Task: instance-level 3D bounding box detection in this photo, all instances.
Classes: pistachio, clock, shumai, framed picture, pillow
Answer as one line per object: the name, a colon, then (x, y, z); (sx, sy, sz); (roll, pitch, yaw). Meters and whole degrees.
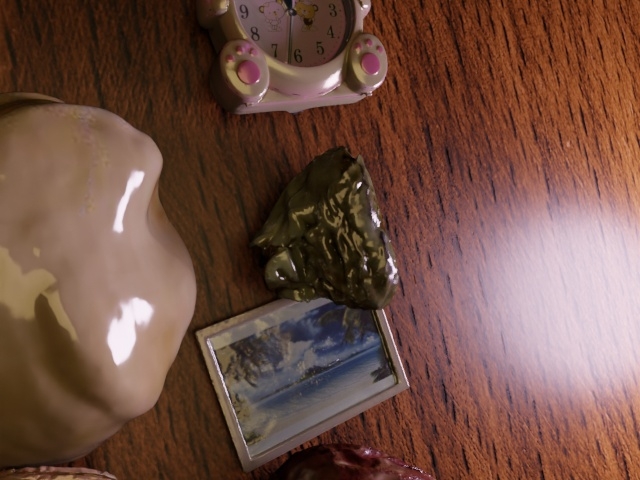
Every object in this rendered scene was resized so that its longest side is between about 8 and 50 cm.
pistachio: (-0.315, 0.053, 0.710); (0.365, 0.282, 0.444); (-3, 100, -53)
clock: (-0.054, -0.362, 0.940); (0.284, 0.114, 0.309); (-11, 89, -21)
shumai: (0.002, -0.001, 0.923); (0.218, 0.189, 0.255); (-20, 95, -1)
framed picture: (-0.021, 0.194, 0.958); (0.315, 0.024, 0.231); (-21, 94, -23)
pillow: (-0.326, 0.313, 0.734); (0.135, 0.211, 0.034); (13, 53, -20)

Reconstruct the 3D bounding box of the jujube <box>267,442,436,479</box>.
jujube: (0.088, 0.453, 0.860); (0.377, 0.276, 0.276); (26, 77, -20)
